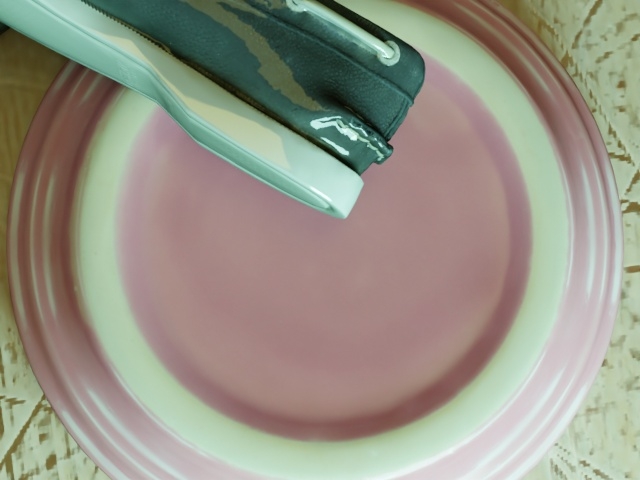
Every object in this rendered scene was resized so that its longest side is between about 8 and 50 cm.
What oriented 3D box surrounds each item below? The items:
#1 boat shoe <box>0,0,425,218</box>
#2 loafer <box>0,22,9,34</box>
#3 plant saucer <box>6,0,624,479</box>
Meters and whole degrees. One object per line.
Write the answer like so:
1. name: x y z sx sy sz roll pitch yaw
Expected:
1. boat shoe: -0.093 -0.124 0.707 0.302 0.114 0.091 33 83 -9
2. loafer: -0.150 -0.173 0.790 0.251 0.094 0.087 -32 92 -6
3. plant saucer: 0.000 0.000 0.791 0.332 0.084 0.332 0 85 -3
